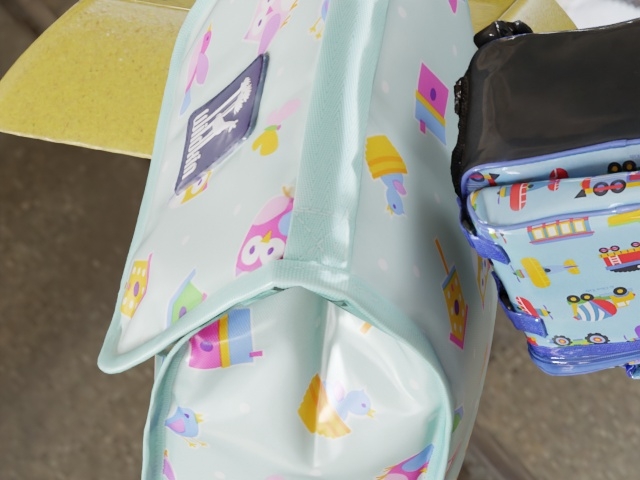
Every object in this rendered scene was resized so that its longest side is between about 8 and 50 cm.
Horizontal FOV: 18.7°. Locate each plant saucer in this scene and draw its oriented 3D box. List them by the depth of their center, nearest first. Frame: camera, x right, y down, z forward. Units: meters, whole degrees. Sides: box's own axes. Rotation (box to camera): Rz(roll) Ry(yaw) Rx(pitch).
[{"bbox_3d":[0.002,-0.121,1.220,0.333,0.081,0.333,11,21,13],"label":"plant saucer"}]

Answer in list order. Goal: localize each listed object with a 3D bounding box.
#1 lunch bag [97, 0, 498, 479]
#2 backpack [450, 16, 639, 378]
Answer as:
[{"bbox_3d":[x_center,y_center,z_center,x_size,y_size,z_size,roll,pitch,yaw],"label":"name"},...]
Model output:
[{"bbox_3d":[0.000,0.000,0.851,0.160,0.262,0.223,7,56,5],"label":"lunch bag"},{"bbox_3d":[0.143,-0.003,0.769,0.158,0.173,0.117,-7,49,19],"label":"backpack"}]
